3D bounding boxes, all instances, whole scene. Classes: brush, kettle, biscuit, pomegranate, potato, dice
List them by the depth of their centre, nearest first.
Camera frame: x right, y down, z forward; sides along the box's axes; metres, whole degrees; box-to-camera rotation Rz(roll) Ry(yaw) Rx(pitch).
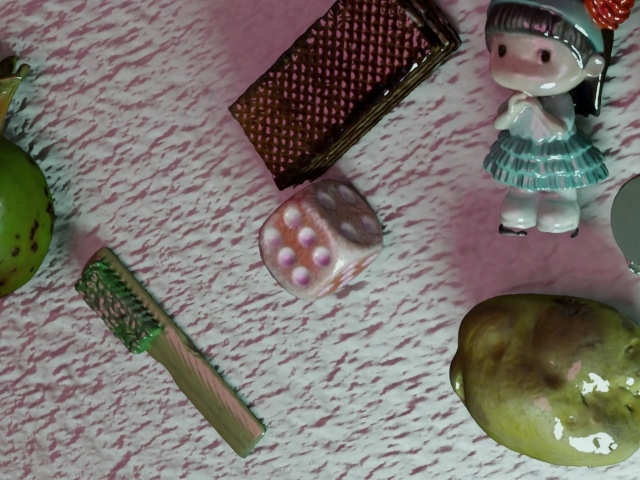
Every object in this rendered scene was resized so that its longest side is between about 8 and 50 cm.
[{"bbox_3d":[0.327,-0.037,1.641,0.127,0.148,0.098,-43,76,31],"label":"kettle"},{"bbox_3d":[0.218,0.129,1.761,0.200,0.137,0.155,11,76,30],"label":"potato"},{"bbox_3d":[0.019,-0.158,1.859,0.252,0.070,0.106,-41,77,33],"label":"biscuit"},{"bbox_3d":[0.000,0.000,1.892,0.094,0.091,0.093,-45,76,30],"label":"dice"},{"bbox_3d":[-0.168,0.123,2.057,0.282,0.048,0.054,47,124,14],"label":"brush"},{"bbox_3d":[-0.383,-0.059,2.073,0.231,0.231,0.286,39,90,19],"label":"pomegranate"}]

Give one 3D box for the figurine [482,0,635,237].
[{"bbox_3d":[0.216,-0.126,1.723,0.138,0.110,0.245,7,108,21],"label":"figurine"}]
